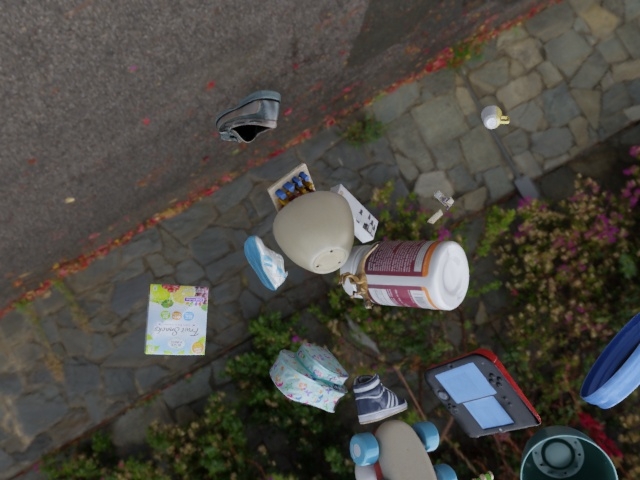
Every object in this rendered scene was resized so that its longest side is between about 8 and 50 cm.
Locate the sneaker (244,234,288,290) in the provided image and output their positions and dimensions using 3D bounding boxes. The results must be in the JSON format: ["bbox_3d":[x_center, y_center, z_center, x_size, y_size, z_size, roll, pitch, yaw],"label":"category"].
[{"bbox_3d":[-0.191,0.065,2.075,0.087,0.228,0.092,14,-131,41],"label":"sneaker"}]

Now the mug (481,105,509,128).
[{"bbox_3d":[0.530,-0.375,1.805,0.078,0.062,0.064,-20,-153,25],"label":"mug"}]

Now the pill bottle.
[{"bbox_3d":[0.274,0.111,1.988,0.392,0.223,0.224,0,-165,42],"label":"pill bottle"}]

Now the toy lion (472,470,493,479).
[{"bbox_3d":[0.481,0.723,1.700,0.034,0.096,0.100,-13,150,-17],"label":"toy lion"}]

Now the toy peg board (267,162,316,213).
[{"bbox_3d":[-0.075,-0.152,2.030,0.161,0.079,0.160,-39,139,-16],"label":"toy peg board"}]

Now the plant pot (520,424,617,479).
[{"bbox_3d":[0.819,0.765,2.001,0.293,0.293,0.235,-30,174,12],"label":"plant pot"}]

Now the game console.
[{"bbox_3d":[0.601,0.593,2.260,0.060,0.342,0.386,-31,175,-37],"label":"game console"}]

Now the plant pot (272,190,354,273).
[{"bbox_3d":[0.000,0.000,1.995,0.284,0.190,0.284,-15,143,-12],"label":"plant pot"}]

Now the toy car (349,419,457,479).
[{"bbox_3d":[0.161,0.571,1.430,0.219,0.210,0.238,-1,143,-30],"label":"toy car"}]

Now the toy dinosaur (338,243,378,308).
[{"bbox_3d":[0.116,0.112,1.771,0.112,0.211,0.064,6,153,-13],"label":"toy dinosaur"}]

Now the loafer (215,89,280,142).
[{"bbox_3d":[-0.175,-0.266,1.368,0.096,0.084,0.268,-2,173,-30],"label":"loafer"}]

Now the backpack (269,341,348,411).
[{"bbox_3d":[-0.043,0.476,2.084,0.254,0.225,0.191,19,104,-34],"label":"backpack"}]

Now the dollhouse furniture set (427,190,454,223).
[{"bbox_3d":[0.409,-0.124,2.116,0.114,0.081,0.091,-44,168,4],"label":"dollhouse furniture set"}]

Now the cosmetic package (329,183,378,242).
[{"bbox_3d":[0.124,-0.104,2.290,0.060,0.239,0.098,-21,-141,40],"label":"cosmetic package"}]

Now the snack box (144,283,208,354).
[{"bbox_3d":[-0.433,0.239,1.781,0.175,0.207,0.070,4,172,-20],"label":"snack box"}]

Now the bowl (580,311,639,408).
[{"bbox_3d":[1.004,0.384,1.934,0.391,0.077,0.391,-47,163,-19],"label":"bowl"}]

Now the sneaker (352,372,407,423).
[{"bbox_3d":[0.206,0.531,2.047,0.099,0.153,0.282,-23,165,30],"label":"sneaker"}]
